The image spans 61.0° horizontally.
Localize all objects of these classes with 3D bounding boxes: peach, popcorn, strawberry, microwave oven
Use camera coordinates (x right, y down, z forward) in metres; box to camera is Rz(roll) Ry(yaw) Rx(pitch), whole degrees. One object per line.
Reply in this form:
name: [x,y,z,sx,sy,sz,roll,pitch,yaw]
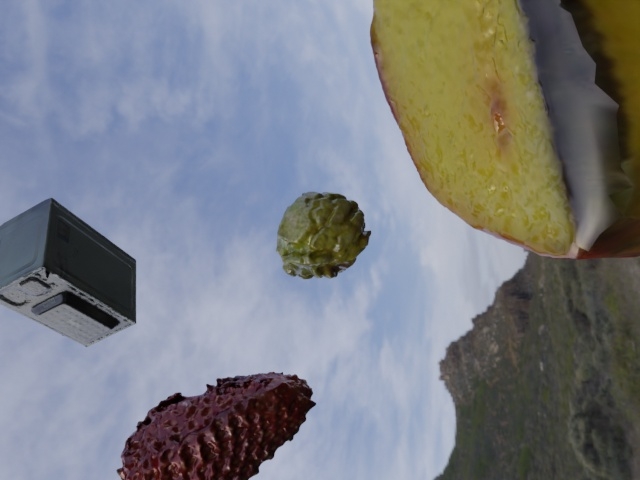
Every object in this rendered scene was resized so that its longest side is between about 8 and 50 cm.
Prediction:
peach: [0.203,-0.165,0.390,0.306,0.242,0.380,46,-105,-10]
popcorn: [0.000,0.000,0.646,0.116,0.121,0.106,55,-136,-31]
strawberry: [-0.151,0.240,0.680,0.106,0.286,0.188,50,-173,-27]
microwave oven: [-0.416,0.061,0.887,0.205,0.129,0.163,52,-162,-48]
